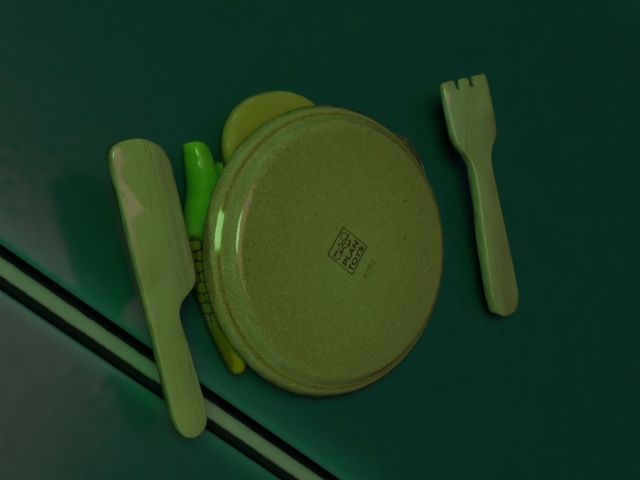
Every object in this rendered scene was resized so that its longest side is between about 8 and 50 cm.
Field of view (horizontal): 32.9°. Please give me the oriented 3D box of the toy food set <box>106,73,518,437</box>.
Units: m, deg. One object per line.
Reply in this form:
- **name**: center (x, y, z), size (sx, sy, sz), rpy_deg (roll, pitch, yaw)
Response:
- **toy food set**: center (0.000, 0.000, 0.464), size (0.192, 0.038, 0.132), rpy_deg (-15, 98, -34)
